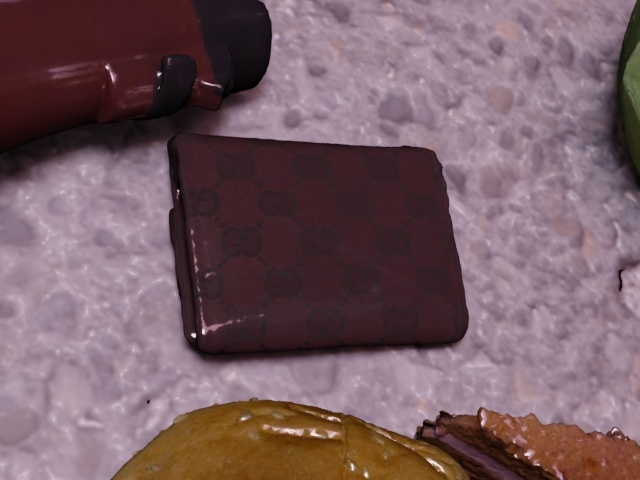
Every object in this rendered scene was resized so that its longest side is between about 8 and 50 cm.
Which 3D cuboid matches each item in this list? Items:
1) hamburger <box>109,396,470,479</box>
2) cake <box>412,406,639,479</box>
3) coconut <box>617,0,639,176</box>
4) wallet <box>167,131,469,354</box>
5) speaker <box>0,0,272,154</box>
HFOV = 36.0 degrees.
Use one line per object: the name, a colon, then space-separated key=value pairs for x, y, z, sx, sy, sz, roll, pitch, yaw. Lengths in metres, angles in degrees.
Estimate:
hamburger: x=-0.004 y=0.205 z=0.592 sx=0.309 sy=0.132 sz=0.211 roll=14 pitch=54 yaw=-5
cake: x=0.197 y=0.193 z=0.683 sx=0.295 sy=0.116 sz=0.112 roll=24 pitch=57 yaw=-9
coconut: x=0.395 y=-0.138 z=0.838 sx=0.328 sy=0.281 sz=0.328 roll=-4 pitch=103 yaw=-19
wallet: x=0.000 y=0.000 z=0.763 sx=0.229 sy=0.049 sz=0.182 roll=0 pitch=63 yaw=-21
speaker: x=-0.228 y=-0.143 z=0.735 sx=0.259 sy=0.198 sz=0.329 roll=21 pitch=30 yaw=39
